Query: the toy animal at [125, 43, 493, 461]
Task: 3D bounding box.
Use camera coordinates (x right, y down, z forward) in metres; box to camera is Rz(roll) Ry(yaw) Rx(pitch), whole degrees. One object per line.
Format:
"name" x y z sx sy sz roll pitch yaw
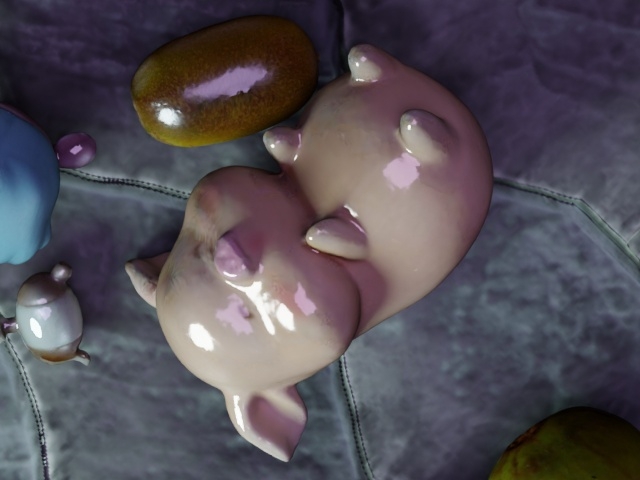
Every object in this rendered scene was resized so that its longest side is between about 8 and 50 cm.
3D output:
"toy animal" -0.002 -0.005 1.254 0.250 0.166 0.154 -41 141 12

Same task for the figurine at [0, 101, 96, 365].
"figurine" -0.237 0.028 1.280 0.205 0.103 0.260 33 109 -6

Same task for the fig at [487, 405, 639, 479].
"fig" 0.215 0.214 1.307 0.236 0.124 0.124 44 98 5

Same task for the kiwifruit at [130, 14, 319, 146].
"kiwifruit" -0.060 -0.102 1.271 0.124 0.075 0.075 -16 102 -2
